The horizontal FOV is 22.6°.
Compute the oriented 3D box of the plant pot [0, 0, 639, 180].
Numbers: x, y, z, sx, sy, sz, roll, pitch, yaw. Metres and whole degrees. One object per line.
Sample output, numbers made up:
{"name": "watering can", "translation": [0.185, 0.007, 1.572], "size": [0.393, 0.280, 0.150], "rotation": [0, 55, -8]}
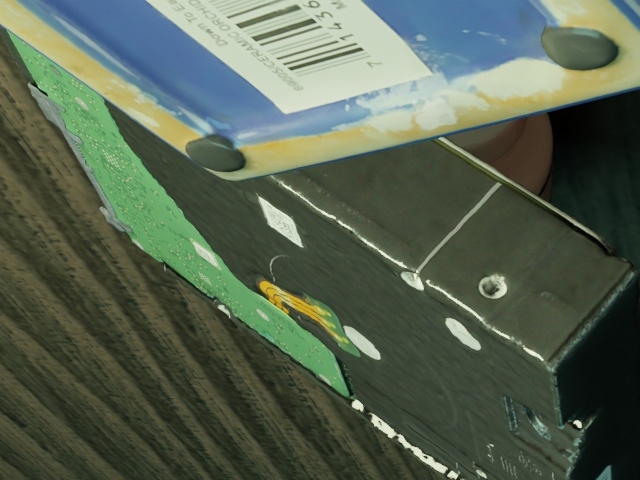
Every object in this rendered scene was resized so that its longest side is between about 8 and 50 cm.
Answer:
{"name": "plant pot", "translation": [0.000, -0.153, 0.439], "size": [0.236, 0.212, 0.236], "rotation": [-11, 145, 40]}

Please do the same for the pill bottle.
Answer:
{"name": "pill bottle", "translation": [0.067, -0.032, 0.793], "size": [0.094, 0.094, 0.169], "rotation": [8, 154, 11]}

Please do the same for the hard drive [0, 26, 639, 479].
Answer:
{"name": "hard drive", "translation": [0.000, 0.000, 0.748], "size": [0.339, 0.064, 0.237], "rotation": [34, 161, 28]}
